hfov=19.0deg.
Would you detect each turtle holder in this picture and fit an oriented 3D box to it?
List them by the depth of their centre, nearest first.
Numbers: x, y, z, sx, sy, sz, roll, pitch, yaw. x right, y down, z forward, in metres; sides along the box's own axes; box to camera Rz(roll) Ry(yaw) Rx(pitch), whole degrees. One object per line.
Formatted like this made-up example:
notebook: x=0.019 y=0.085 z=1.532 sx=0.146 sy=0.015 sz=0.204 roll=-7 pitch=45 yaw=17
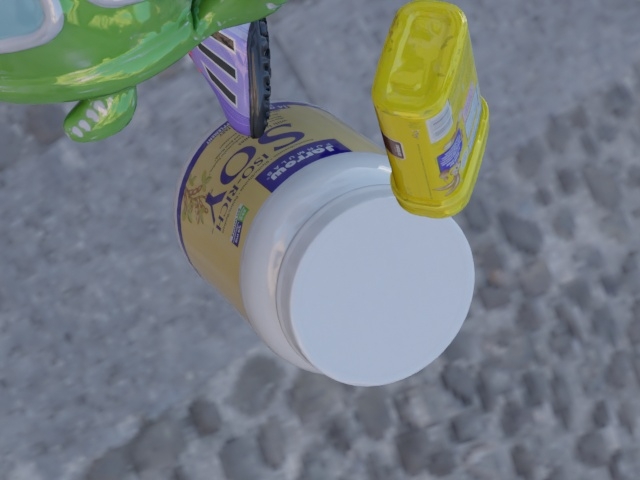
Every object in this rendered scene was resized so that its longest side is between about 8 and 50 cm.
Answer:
turtle holder: x=-0.173 y=-0.211 z=1.285 sx=0.243 sy=0.320 sz=0.227 roll=-39 pitch=139 yaw=-14

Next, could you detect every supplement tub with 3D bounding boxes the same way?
supplement tub: x=0.000 y=0.000 z=2.035 sx=0.241 sy=0.331 sz=0.241 roll=-8 pitch=111 yaw=-21

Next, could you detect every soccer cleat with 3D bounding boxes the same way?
soccer cleat: x=-0.118 y=-0.248 z=1.881 sx=0.108 sy=0.116 sz=0.318 roll=-97 pitch=177 yaw=-67

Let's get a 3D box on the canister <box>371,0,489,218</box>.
canister: x=0.096 y=-0.114 z=1.654 sx=0.170 sy=0.073 sz=0.126 roll=70 pitch=33 yaw=-61
